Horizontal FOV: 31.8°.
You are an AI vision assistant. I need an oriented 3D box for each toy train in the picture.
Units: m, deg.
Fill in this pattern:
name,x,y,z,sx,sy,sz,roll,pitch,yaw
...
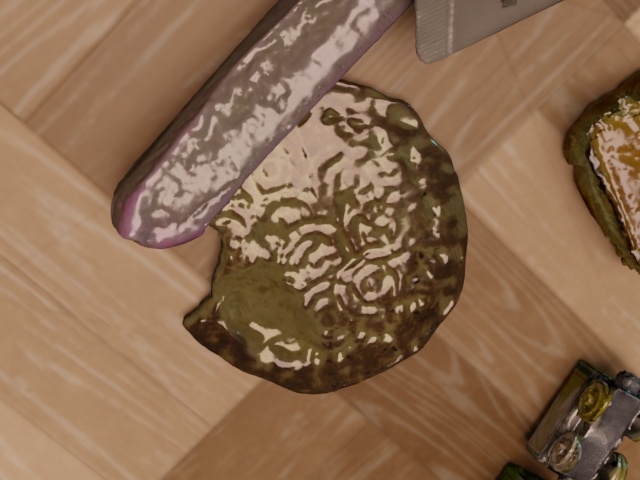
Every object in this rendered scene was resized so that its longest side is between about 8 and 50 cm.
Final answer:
name,x,y,z,sx,sy,sz,roll,pitch,yaw
toy train,0.176,0.181,0.842,0.060,0.081,0.202,29,95,-16

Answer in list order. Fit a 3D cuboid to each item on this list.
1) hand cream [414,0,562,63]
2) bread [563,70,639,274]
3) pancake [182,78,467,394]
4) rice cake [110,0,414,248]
name,x,y,z,sx,sy,sz,roll,pitch,yaw
hand cream,0.187,-0.220,0.670,0.314,0.089,0.139,-26,145,-9
bread,0.245,-0.051,0.777,0.128,0.069,0.140,-29,105,2
pancake,0.000,0.000,0.786,0.212,0.029,0.235,2,107,-8
rice cake,0.013,-0.143,0.703,0.064,0.070,0.399,42,93,-17
